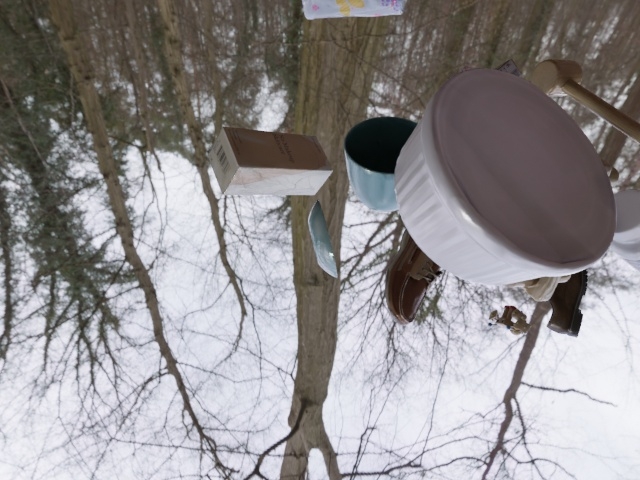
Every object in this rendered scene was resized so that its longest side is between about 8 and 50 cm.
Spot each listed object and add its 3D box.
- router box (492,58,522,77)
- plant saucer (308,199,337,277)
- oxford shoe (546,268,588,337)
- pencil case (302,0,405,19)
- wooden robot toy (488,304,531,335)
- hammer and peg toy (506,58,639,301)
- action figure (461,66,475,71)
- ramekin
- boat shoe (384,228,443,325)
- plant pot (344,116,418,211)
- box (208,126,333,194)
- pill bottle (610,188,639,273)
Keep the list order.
[{"bbox_3d":[0.311,-0.293,0.940,0.179,0.133,0.046,-41,-79,-14],"label":"router box"},{"bbox_3d":[0.000,0.000,1.075,0.037,0.195,0.195,-13,-131,-2],"label":"plant saucer"},{"bbox_3d":[0.620,0.124,1.135,0.096,0.083,0.227,11,-93,26],"label":"oxford shoe"},{"bbox_3d":[0.085,-0.635,1.146,0.273,0.113,0.124,6,-126,16],"label":"pencil case"},{"bbox_3d":[0.554,0.235,1.271,0.079,0.173,0.076,35,-100,-6],"label":"wooden robot toy"},{"bbox_3d":[0.364,-0.107,0.764,0.127,0.361,0.266,-3,-147,-18],"label":"hammer and peg toy"},{"bbox_3d":[0.489,-0.241,1.068,0.248,0.275,0.370,-4,-151,-18],"label":"action figure"},{"bbox_3d":[0.216,-0.068,0.561,0.273,0.127,0.272,11,-117,-21],"label":"ramekin"},{"bbox_3d":[0.266,0.077,1.214,0.116,0.123,0.324,-13,-133,44],"label":"boat shoe"},{"bbox_3d":[0.226,-0.239,1.532,0.293,0.235,0.293,-1,-130,1],"label":"plant pot"},{"bbox_3d":[-0.136,-0.216,1.258,0.311,0.121,0.148,-6,-119,-39],"label":"box"},{"bbox_3d":[0.885,-0.003,1.189,0.319,0.176,0.176,30,-137,-23],"label":"pill bottle"}]
